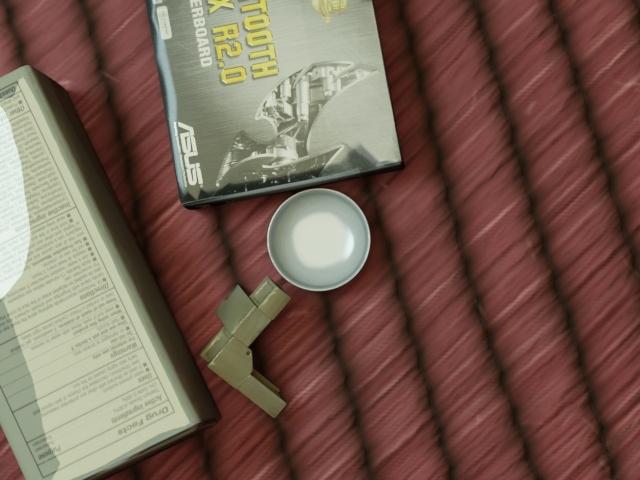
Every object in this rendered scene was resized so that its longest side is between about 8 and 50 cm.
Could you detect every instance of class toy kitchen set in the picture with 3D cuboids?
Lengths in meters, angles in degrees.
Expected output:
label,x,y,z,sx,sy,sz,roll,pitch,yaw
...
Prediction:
label,x,y,z,sx,sy,sz,roll,pitch,yaw
toy kitchen set,-0.046,0.080,1.341,0.075,0.068,0.083,41,91,-21

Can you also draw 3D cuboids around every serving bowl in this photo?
label,x,y,z,sx,sy,sz,roll,pitch,yaw
serving bowl,0.000,0.000,1.345,0.083,0.027,0.083,0,86,6

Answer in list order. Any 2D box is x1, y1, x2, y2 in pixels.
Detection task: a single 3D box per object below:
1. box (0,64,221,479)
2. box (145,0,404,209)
label,x,y,z,sx,sy,sz,roll,pitch,yaw
box,-0.212,0.036,1.316,0.148,0.121,0.311,-25,84,3
box,-0.041,-0.153,1.345,0.183,0.056,0.231,-10,85,5
